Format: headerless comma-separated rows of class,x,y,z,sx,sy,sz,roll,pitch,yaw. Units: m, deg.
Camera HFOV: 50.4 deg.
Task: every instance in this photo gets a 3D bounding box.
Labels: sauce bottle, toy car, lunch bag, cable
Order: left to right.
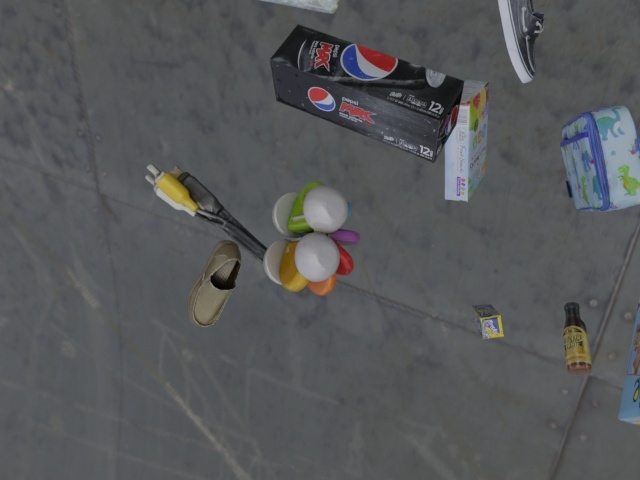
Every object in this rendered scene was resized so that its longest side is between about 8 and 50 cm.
cable,-0.193,-0.031,1.220,0.287,0.072,0.139,44,173,11
toy car,0.000,0.000,1.094,0.136,0.182,0.159,16,167,-29
sauce bottle,0.436,0.167,1.166,0.042,0.128,0.042,3,144,2
lunch bag,0.479,-0.139,1.168,0.090,0.219,0.176,-11,93,9

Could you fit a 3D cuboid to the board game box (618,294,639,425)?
board game box,0.417,0.063,0.687,0.142,0.275,0.144,15,165,10

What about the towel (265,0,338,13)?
towel,-0.086,-0.750,1.590,0.321,0.090,0.374,5,103,-17

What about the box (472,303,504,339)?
box,0.434,0.209,1.771,0.054,0.169,0.059,-9,94,7

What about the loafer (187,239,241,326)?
loafer,-0.162,0.072,1.044,0.050,0.056,0.148,45,118,59

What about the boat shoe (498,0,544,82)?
boat shoe,0.545,-0.576,1.810,0.102,0.108,0.301,-10,97,29

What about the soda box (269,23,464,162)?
soda box,0.040,-0.135,0.617,0.169,0.053,0.060,24,153,17

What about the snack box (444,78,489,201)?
snack box,0.201,-0.138,0.937,0.037,0.100,0.141,11,123,26
